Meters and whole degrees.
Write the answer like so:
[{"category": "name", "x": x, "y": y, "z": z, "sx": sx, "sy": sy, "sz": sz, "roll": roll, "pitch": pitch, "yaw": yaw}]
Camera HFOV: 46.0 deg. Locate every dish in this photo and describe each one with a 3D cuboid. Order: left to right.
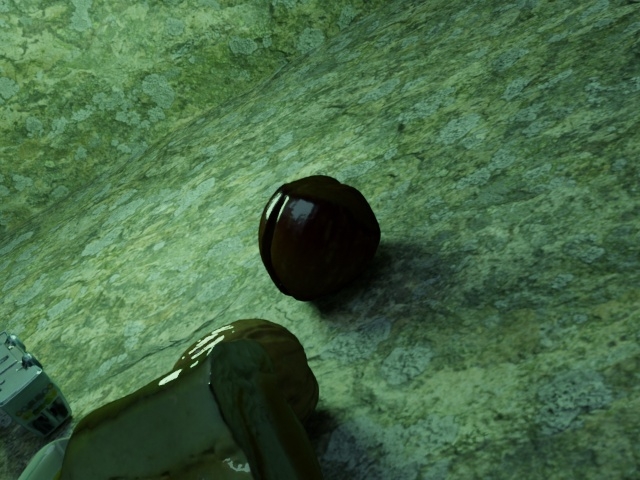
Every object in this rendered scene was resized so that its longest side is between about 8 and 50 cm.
[{"category": "dish", "x": -0.398, "y": 0.387, "z": 1.195, "sx": 0.234, "sy": 0.064, "sz": 0.154, "roll": -13, "pitch": 33, "yaw": 30}]

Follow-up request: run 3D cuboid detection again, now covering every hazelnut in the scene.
[{"category": "hazelnut", "x": 0.000, "y": 0.000, "z": 1.310, "sx": 0.218, "sy": 0.218, "sz": 0.234, "roll": -23, "pitch": 10, "yaw": 18}]

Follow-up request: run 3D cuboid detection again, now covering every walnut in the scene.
[{"category": "walnut", "x": -0.113, "y": 0.211, "z": 1.049, "sx": 0.213, "sy": 0.213, "sz": 0.213, "roll": -25, "pitch": 28, "yaw": 14}]

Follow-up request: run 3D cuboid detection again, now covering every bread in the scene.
[{"category": "bread", "x": -0.151, "y": 0.311, "z": 0.875, "sx": 0.341, "sy": 0.301, "sz": 0.210, "roll": -32, "pitch": -17, "yaw": 19}]

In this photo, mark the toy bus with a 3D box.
[{"category": "toy bus", "x": -0.599, "y": 0.282, "z": 1.499, "sx": 0.109, "sy": 0.136, "sz": 0.329, "roll": -41, "pitch": 28, "yaw": -22}]
